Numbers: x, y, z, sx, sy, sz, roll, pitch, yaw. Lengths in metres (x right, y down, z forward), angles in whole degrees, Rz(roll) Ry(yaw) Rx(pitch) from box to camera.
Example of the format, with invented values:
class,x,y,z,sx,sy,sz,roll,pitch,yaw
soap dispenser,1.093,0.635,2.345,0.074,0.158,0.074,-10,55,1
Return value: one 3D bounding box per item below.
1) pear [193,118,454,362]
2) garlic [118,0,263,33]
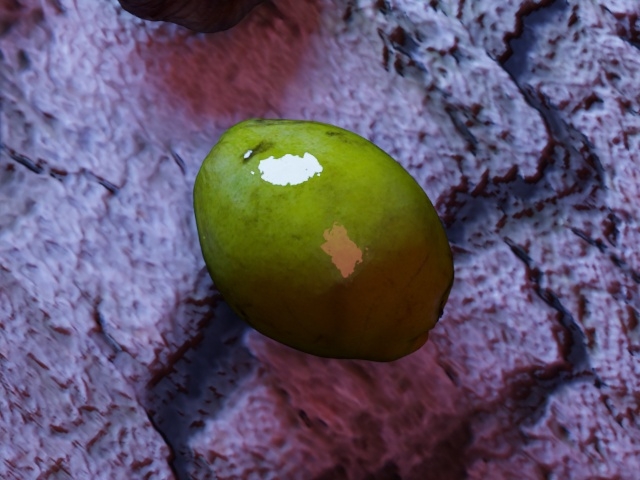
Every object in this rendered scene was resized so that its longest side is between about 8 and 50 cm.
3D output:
class,x,y,z,sx,sy,sz,roll,pitch,yaw
pear,0.000,0.000,1.731,0.269,0.212,0.212,36,80,7
garlic,-0.111,-0.309,1.750,0.245,0.160,0.245,-9,110,-26
